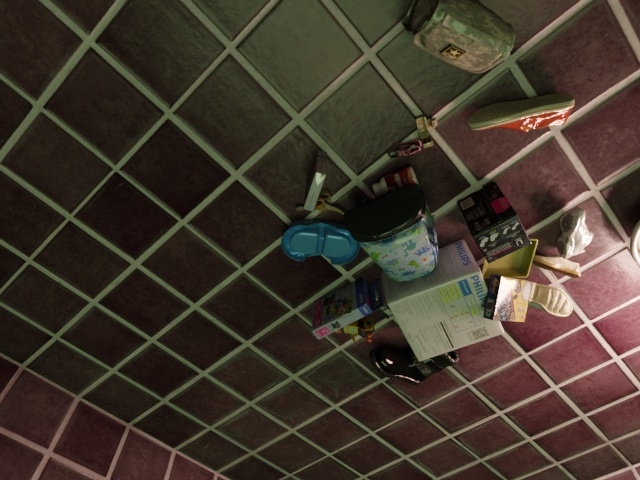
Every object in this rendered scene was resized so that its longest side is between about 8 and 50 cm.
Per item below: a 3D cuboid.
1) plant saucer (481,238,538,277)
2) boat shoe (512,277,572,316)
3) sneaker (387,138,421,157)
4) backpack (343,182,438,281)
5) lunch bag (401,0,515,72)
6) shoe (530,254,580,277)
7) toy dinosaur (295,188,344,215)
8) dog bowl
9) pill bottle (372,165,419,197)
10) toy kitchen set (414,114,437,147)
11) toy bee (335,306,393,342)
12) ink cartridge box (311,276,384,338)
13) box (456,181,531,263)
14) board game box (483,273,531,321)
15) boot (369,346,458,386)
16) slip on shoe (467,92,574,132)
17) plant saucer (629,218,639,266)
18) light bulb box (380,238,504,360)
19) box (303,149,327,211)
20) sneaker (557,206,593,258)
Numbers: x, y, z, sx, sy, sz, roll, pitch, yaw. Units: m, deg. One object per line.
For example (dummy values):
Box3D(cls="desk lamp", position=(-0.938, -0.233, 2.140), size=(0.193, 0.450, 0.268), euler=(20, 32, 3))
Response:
Box3D(cls="plant saucer", position=(0.739, 0.062, 1.857), size=(0.189, 0.045, 0.188), euler=(-1, 124, 1))
Box3D(cls="boat shoe", position=(0.888, 0.224, 1.929), size=(0.303, 0.103, 0.113), euler=(24, 87, -10))
Box3D(cls="sneaker", position=(0.289, -0.309, 1.607), size=(0.120, 0.057, 0.047), euler=(-19, 123, 14))
Box3D(cls="backpack", position=(0.288, -0.006, 1.690), size=(0.291, 0.273, 0.355), euler=(-22, 157, 14))
Box3D(cls="lunch bag", position=(0.373, -0.582, 1.286), size=(0.236, 0.286, 0.168), euler=(20, 121, -13))
Box3D(cls="shoe", position=(0.939, 0.091, 1.873), size=(0.219, 0.076, 0.058), euler=(19, 80, -10))
Box3D(cls="toy dinosaur", position=(0.017, -0.129, 1.739), size=(0.212, 0.064, 0.112), euler=(9, 142, 5))
Box3D(cls="dog bowl", position=(0.000, 0.000, 1.806), size=(0.298, 0.074, 0.165), euler=(6, 124, -4))
Box3D(cls="pill bottle", position=(0.267, -0.198, 1.663), size=(0.152, 0.086, 0.086), euler=(-22, 121, 14))
Box3D(cls="toy kitchen set", position=(0.361, -0.368, 1.555), size=(0.068, 0.075, 0.083), euler=(-17, 126, 10))
Box3D(cls="toy bee", position=(0.164, 0.351, 1.985), size=(0.299, 0.162, 0.195), euler=(-21, 123, 16))
Box3D(cls="ink cartridge box", position=(0.105, 0.263, 1.913), size=(0.311, 0.185, 0.065), euler=(-28, 117, 17))
Box3D(cls="box", position=(0.604, -0.064, 1.652), size=(0.164, 0.247, 0.142), euler=(-30, 117, 19))
Box3D(cls="board game box", position=(0.707, 0.220, 1.764), size=(0.244, 0.042, 0.164), euler=(12, 89, -40))
Box3D(cls="boot", position=(0.420, 0.518, 2.110), size=(0.348, 0.131, 0.260), euler=(25, 128, -27))
Box3D(cls="slip on shoe", position=(0.646, -0.393, 1.516), size=(0.332, 0.123, 0.101), euler=(-10, 127, 1))
Box3D(cls="plant saucer", position=(1.345, -0.054, 1.741), size=(0.402, 0.100, 0.399), euler=(0, 124, 0))
Box3D(cls="light bulb box", position=(0.482, 0.244, 1.873), size=(0.362, 0.225, 0.357), euler=(-23, 120, 14))
Box3D(cls="box", position=(-0.017, -0.206, 1.601), size=(0.038, 0.186, 0.145), euler=(15, 123, -9))
Box3D(cls="sneaker", position=(0.975, -0.037, 1.775), size=(0.116, 0.090, 0.232), euler=(-11, 132, 0))
